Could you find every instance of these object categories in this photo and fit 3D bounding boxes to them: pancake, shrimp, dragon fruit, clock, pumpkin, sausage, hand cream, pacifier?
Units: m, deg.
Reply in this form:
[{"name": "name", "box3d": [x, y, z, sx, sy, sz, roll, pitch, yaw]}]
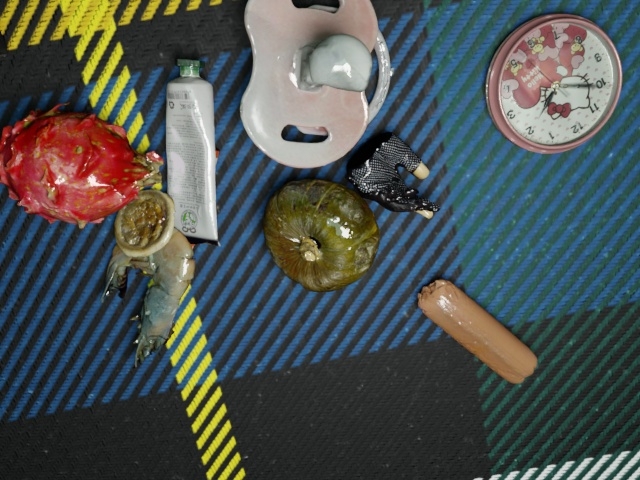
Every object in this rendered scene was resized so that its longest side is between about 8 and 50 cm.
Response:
[{"name": "pancake", "box3d": [-0.328, -0.033, 1.018, 0.140, 0.022, 0.139, -7, 70, 20]}, {"name": "shrimp", "box3d": [-0.349, 0.098, 1.059, 0.178, 0.075, 0.289, 28, 113, 13]}, {"name": "dragon fruit", "box3d": [-0.411, -0.122, 0.946, 0.268, 0.210, 0.205, 5, 122, -8]}, {"name": "clock", "box3d": [0.418, -0.278, 0.982, 0.245, 0.056, 0.244, -1, 104, -3]}, {"name": "pumpkin", "box3d": [0.000, 0.000, 0.980, 0.219, 0.162, 0.218, 11, 122, 18]}, {"name": "sausage", "box3d": [0.315, 0.182, 1.094, 0.289, 0.086, 0.086, 39, 102, -10]}, {"name": "hand cream", "box3d": [-0.236, -0.152, 0.994, 0.121, 0.076, 0.335, 10, 106, 26]}, {"name": "pacifier", "box3d": [-0.008, -0.280, 0.898, 0.221, 0.273, 0.332, 9, 105, 14]}]

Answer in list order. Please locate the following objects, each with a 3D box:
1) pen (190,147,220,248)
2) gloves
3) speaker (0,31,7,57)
[{"name": "pen", "box3d": [-0.235, -0.064, 1.047, 0.028, 0.028, 0.239, 17, 104, -5]}, {"name": "gloves", "box3d": [0.138, -0.099, 1.005, 0.106, 0.129, 0.180, -26, 116, 30]}, {"name": "speaker", "box3d": [-0.695, -0.390, 0.871, 0.232, 0.184, 0.253, -19, 102, 4]}]
